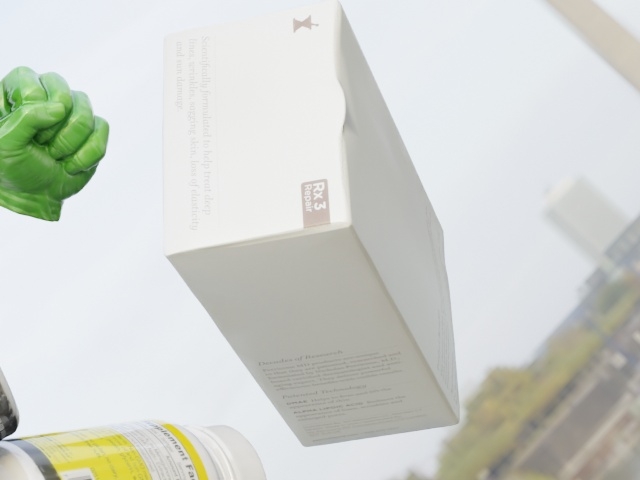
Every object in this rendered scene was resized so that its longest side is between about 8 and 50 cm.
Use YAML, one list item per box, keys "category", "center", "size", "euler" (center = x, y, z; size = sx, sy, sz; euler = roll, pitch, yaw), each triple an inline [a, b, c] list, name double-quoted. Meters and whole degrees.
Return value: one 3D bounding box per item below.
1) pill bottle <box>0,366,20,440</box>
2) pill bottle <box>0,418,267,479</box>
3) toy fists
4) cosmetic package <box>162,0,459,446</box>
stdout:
- category: "pill bottle"
  center: [-0.315, 0.113, 1.082]
  size: [0.246, 0.130, 0.130]
  euler: [-28, -14, -15]
- category: "pill bottle"
  center: [-0.141, 0.182, 1.221]
  size: [0.208, 0.119, 0.119]
  euler: [-2, -41, -47]
- category: "toy fists"
  center: [-0.344, -0.118, 1.827]
  size: [0.142, 0.279, 0.096]
  euler: [-64, 29, 12]
- category: "cosmetic package"
  center: [0.000, 0.000, 1.531]
  size: [0.156, 0.217, 0.385]
  euler: [-11, -33, 14]
